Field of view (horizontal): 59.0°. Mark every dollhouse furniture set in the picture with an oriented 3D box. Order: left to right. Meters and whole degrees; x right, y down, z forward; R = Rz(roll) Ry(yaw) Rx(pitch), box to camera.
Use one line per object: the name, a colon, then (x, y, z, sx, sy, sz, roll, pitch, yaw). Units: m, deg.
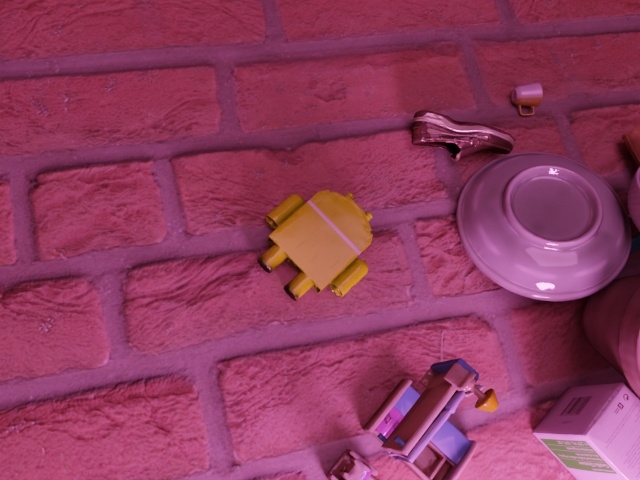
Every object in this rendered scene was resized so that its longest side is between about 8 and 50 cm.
dollhouse furniture set: (0.199, 0.397, 1.034, 0.198, 0.303, 0.286, 42, 69, 4)

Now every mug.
mug: (0.541, -0.375, 1.486, 0.064, 0.062, 0.078, -4, 67, -5)

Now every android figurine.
android figurine: (0.000, 0.000, 1.253, 0.248, 0.056, 0.273, 44, 70, 5)

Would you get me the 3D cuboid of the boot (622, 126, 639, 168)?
boot: (0.937, -0.168, 1.484, 0.236, 0.089, 0.269, 2, 62, -29)

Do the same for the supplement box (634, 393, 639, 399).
supplement box: (0.765, 0.385, 1.293, 0.084, 0.043, 0.054, 15, 70, -6)

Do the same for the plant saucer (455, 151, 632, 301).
plant saucer: (0.520, -0.061, 1.301, 0.401, 0.100, 0.400, -2, 62, 3)

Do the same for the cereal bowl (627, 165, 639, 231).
cereal bowl: (0.849, -0.046, 1.251, 0.340, 0.141, 0.338, 1, 40, -1)

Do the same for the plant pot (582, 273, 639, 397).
plant pot: (0.723, 0.188, 1.197, 0.324, 0.280, 0.322, 0, 94, -8)

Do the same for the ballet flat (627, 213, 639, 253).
ballet flat: (0.692, 0.003, 1.381, 0.343, 0.116, 0.124, -29, 61, -15)

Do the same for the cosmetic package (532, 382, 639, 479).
cosmetic package: (0.655, 0.478, 1.160, 0.155, 0.197, 0.365, -41, 83, -20)

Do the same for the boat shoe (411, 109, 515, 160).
boat shoe: (0.344, -0.238, 1.392, 0.258, 0.095, 0.095, 14, 84, -1)
